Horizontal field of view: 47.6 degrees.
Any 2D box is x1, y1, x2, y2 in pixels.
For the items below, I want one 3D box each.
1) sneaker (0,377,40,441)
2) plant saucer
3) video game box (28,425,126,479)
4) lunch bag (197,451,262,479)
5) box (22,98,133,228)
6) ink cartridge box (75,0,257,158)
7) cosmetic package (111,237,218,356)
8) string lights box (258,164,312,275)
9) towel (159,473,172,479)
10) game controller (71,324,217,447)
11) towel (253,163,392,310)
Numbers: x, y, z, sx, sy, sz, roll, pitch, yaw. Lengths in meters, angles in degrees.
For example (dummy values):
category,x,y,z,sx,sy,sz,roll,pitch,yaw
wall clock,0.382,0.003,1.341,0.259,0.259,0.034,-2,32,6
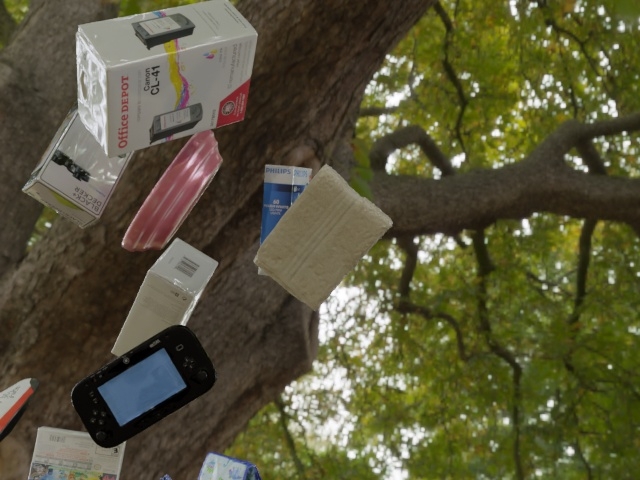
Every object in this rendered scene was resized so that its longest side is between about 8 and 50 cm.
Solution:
category,x,y,z,sx,sy,sz,roll,pitch,yaw
sneaker,-0.601,0.298,1.221,0.145,0.270,0.090,32,-56,-5
plant saucer,-0.325,-0.103,1.656,0.084,0.332,0.332,34,-36,-7
video game box,-0.577,0.548,1.711,0.205,0.187,0.048,10,-11,-4
lunch bag,-0.172,0.490,1.389,0.128,0.151,0.096,0,1,42
box,-0.546,-0.194,1.702,0.169,0.290,0.087,38,-37,-28
ink cartridge box,-0.289,-0.309,1.375,0.131,0.306,0.226,50,-34,24
cosmetic package,-0.460,0.201,2.147,0.155,0.197,0.366,31,-58,-3
string lights box,-0.084,-0.048,1.742,0.076,0.260,0.133,6,5,19
towel,-0.357,0.823,1.951,0.040,0.336,0.243,-29,-58,10
game controller,-0.389,0.320,1.598,0.319,0.067,0.166,-31,-83,3
towel,0.000,0.000,1.499,0.187,0.049,0.282,40,-62,-2
